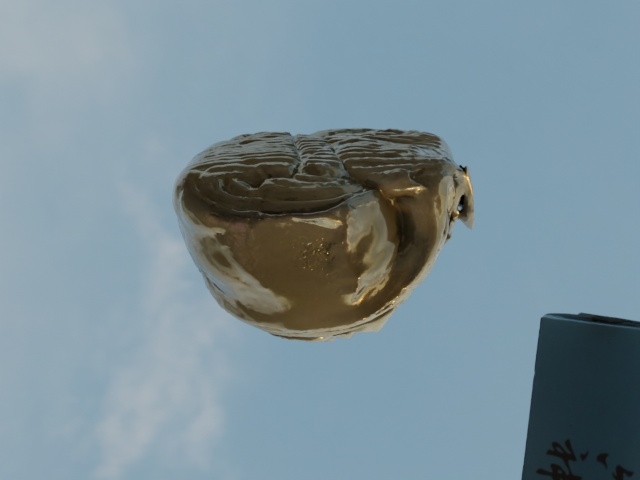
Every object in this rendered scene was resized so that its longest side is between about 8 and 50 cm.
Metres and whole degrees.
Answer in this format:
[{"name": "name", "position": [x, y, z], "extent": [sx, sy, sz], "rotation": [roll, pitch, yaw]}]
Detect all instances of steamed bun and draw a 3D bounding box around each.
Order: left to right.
[{"name": "steamed bun", "position": [0.002, 0.000, 1.149], "extent": [0.211, 0.218, 0.144], "rotation": [-2, -78, -5]}]

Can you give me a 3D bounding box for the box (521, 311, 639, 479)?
[{"name": "box", "position": [0.175, 0.162, 0.902], "extent": [0.083, 0.142, 0.232], "rotation": [4, -95, 34]}]
